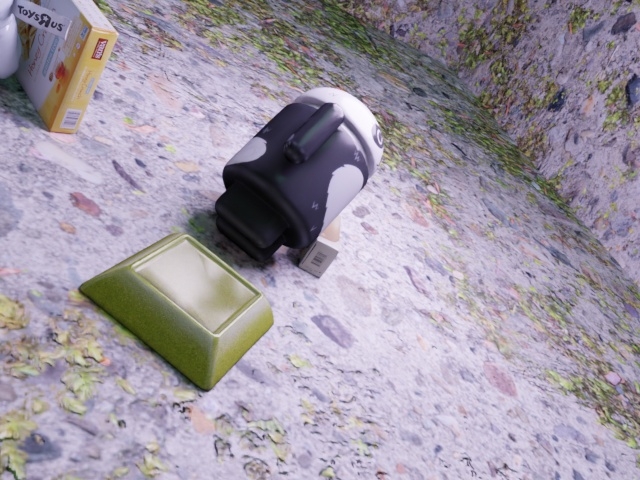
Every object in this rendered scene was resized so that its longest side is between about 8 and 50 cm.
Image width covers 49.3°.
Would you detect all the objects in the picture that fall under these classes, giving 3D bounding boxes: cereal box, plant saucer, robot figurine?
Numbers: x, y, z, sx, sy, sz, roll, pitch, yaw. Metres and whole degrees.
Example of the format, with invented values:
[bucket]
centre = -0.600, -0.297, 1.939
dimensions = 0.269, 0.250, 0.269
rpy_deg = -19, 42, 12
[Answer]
[cereal box]
centre = -0.392, -0.295, 1.009
dimensions = 0.047, 0.173, 0.240
rpy_deg = -4, 45, -49
[plant saucer]
centre = -0.154, 0.065, 0.837
dimensions = 0.188, 0.045, 0.188
rpy_deg = 38, 27, 5
[robot figurine]
centre = -0.028, -0.098, 1.026
dimensions = 0.209, 0.278, 0.173
rpy_deg = 11, -38, 54

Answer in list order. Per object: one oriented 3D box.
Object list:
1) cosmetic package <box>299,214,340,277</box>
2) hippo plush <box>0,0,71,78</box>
[cosmetic package]
centre = 0.000, 0.000, 1.100
dimensions = 0.041, 0.060, 0.115
rpy_deg = 28, 26, -13
[hippo plush]
centre = -0.495, -0.251, 0.850
dimensions = 0.294, 0.234, 0.236
rpy_deg = 26, 55, 15
